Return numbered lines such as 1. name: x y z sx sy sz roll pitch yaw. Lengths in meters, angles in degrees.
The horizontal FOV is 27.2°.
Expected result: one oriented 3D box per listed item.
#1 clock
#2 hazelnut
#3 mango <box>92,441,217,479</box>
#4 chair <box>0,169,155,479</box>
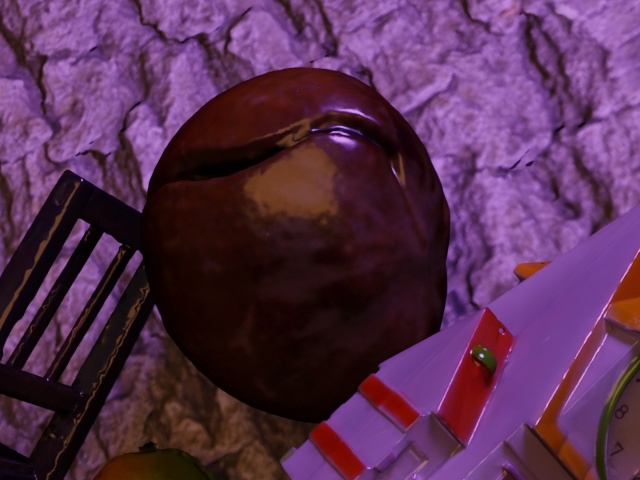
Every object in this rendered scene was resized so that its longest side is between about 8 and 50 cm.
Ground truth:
1. clock: 0.171 0.112 0.763 0.309 0.235 0.166 -44 20 -6
2. hazelnut: 0.000 0.000 0.878 0.218 0.218 0.234 -14 106 17
3. mango: -0.093 0.252 0.897 0.125 0.111 0.233 -31 77 26
4. chair: -0.319 0.121 0.976 0.241 0.203 0.416 22 82 23
